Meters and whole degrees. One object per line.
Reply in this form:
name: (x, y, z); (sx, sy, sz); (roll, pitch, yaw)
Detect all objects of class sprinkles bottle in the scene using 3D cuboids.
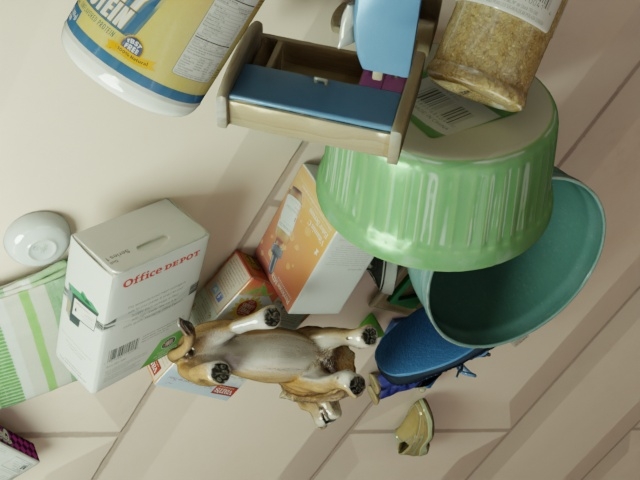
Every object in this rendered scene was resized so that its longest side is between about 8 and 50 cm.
sprinkles bottle: (0.236, -0.327, 1.083); (0.121, 0.121, 0.355); (18, 96, -44)

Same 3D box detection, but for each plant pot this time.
plant pot: (0.241, -0.016, 1.445); (0.293, 0.196, 0.293); (-15, 130, -18)

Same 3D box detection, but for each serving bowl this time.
serving bowl: (-0.349, 0.003, 1.215); (0.083, 0.027, 0.083); (-18, 139, -16)

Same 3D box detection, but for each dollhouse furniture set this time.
dollhouse furniture set: (0.022, -0.280, 0.989); (0.198, 0.286, 0.303); (13, 140, 6)

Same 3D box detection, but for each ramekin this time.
ramekin: (0.148, -0.117, 1.209); (0.303, 0.303, 0.148); (-16, 135, -20)

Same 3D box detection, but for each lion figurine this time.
lion figurine: (-0.082, 0.164, 1.369); (0.392, 0.142, 0.240); (21, 161, -33)

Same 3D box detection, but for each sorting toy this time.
sorting toy: (0.201, 0.068, 1.642); (0.196, 0.047, 0.347); (13, 123, -42)

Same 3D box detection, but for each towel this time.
towel: (-0.460, 0.153, 1.296); (0.325, 0.038, 0.248); (-19, 141, -19)

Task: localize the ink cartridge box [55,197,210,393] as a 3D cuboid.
ink cartridge box: (-0.246, 0.070, 1.271); (0.160, 0.092, 0.219); (-26, 146, -43)

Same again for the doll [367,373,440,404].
doll: (0.182, 0.245, 1.821); (0.189, 0.046, 0.129); (-18, 140, -18)

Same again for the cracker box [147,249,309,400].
cracker box: (-0.134, 0.133, 1.468); (0.232, 0.067, 0.156); (-47, 140, 16)

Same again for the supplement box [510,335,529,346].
supplement box: (0.342, 0.152, 1.817); (0.036, 0.062, 0.098); (-41, 142, 9)

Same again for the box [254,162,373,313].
box: (0.000, 0.000, 1.366); (0.091, 0.130, 0.170); (4, 129, -37)

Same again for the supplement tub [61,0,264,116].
supplement tub: (-0.129, -0.229, 0.888); (0.144, 0.144, 0.199); (17, 115, -44)

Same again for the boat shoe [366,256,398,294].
boat shoe: (0.087, 0.005, 1.487); (0.070, 0.077, 0.219); (6, 143, 8)

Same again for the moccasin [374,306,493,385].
moccasin: (0.257, 0.158, 1.629); (0.342, 0.137, 0.117); (-24, 142, -5)

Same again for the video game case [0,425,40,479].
video game case: (-0.544, 0.324, 1.382); (0.210, 0.042, 0.232); (-29, 152, -2)

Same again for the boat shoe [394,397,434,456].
boat shoe: (0.184, 0.385, 1.961); (0.072, 0.068, 0.190); (-11, 138, -8)
